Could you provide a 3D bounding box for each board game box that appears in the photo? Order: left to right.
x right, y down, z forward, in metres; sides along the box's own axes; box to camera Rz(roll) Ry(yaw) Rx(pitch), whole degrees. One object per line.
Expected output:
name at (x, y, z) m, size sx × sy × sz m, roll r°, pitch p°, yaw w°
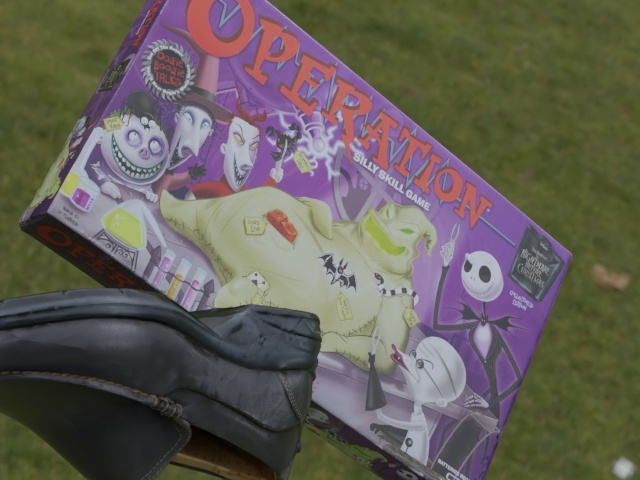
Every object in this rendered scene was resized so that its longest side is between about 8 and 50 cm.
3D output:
board game box at (0.000, 0.000, 1.063) m, size 0.347 × 0.056 × 0.208 m, roll 37°, pitch 58°, yaw -24°

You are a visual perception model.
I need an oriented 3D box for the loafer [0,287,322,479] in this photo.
loafer at (-0.060, 0.049, 0.515) m, size 0.170 × 0.062 × 0.061 m, roll 8°, pitch 77°, yaw -46°
